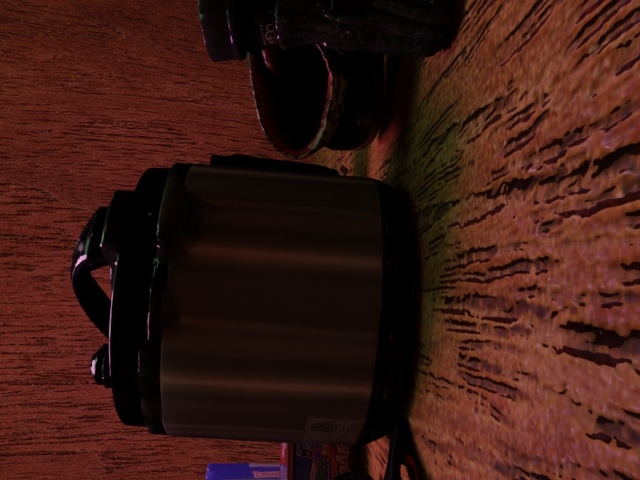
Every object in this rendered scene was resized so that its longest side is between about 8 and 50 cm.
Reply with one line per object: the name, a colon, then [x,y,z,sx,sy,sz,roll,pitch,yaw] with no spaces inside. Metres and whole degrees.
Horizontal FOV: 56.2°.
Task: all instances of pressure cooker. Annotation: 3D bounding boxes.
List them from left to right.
pressure cooker: [-0.110,0.078,0.804,0.375,0.420,0.370,-100,14,-75]

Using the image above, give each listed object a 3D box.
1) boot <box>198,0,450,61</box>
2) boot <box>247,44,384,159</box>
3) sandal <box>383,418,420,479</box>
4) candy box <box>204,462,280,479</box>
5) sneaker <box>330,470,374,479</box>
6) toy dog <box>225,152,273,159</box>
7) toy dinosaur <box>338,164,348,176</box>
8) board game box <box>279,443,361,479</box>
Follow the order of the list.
boot: [0.008,-0.338,0.688,0.131,0.260,0.348,79,-171,-63]
boot: [0.007,-0.301,0.864,0.284,0.138,0.378,-39,-47,-64]
sandal: [0.087,0.255,0.625,0.179,0.040,0.067,-61,-15,-65]
candy box: [-0.096,0.597,1.139,0.122,0.268,0.317,-149,63,-81]
sneaker: [0.040,0.405,0.744,0.235,0.084,0.097,-92,5,-56]
toy dog: [-0.110,0.035,1.165,0.284,0.395,0.408,69,-164,-80]
toy dinosaur: [0.032,-0.117,1.459,0.093,0.053,0.183,-50,-1,-22]
board game box: [0.002,0.342,0.958,0.027,0.145,0.281,-46,28,30]
